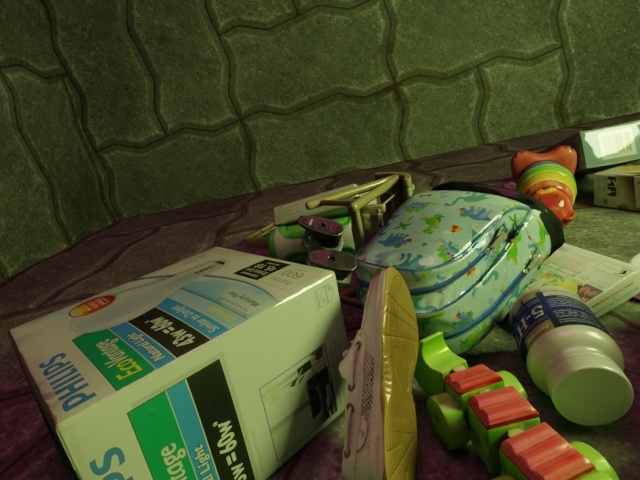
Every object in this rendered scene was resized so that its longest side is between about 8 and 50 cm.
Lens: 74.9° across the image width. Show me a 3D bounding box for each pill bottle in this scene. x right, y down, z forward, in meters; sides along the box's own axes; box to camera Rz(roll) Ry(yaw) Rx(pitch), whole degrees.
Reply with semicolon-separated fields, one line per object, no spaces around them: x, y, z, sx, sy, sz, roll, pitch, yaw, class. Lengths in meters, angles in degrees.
0.331;0.148;0.563;0.111;0.112;0.187;-8;17;15;pill bottle

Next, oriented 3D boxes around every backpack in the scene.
0.220;0.042;0.753;0.290;0.273;0.356;19;64;46;backpack

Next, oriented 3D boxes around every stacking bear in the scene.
0.628;-0.129;1.161;0.175;0.164;0.289;-3;30;26;stacking bear

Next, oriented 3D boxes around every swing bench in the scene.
0.130;-0.003;0.947;0.254;0.253;0.165;-26;22;-35;swing bench

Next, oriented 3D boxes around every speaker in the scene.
0.000;0.000;1.250;0.296;0.131;0.131;-8;18;14;speaker

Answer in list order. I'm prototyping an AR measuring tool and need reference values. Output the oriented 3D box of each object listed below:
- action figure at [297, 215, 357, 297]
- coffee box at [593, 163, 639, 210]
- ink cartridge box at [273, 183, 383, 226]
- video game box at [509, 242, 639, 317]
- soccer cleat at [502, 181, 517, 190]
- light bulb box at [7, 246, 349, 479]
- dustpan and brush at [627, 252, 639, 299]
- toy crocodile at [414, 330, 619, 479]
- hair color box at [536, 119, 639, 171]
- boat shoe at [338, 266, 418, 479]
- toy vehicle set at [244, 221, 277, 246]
0.001;0.087;0.774;0.099;0.285;0.185;4;50;-2;action figure
0.883;-0.139;1.098;0.141;0.098;0.246;-17;17;-16;coffee box
0.044;-0.084;1.324;0.296;0.066;0.261;-13;-14;31;ink cartridge box
0.426;0.080;0.763;0.187;0.048;0.205;-26;19;-6;video game box
0.613;-0.137;1.363;0.076;0.068;0.196;21;36;36;soccer cleat
-0.201;0.188;0.626;0.361;0.225;0.357;-25;21;-39;light bulb box
0.568;0.075;0.741;0.211;0.060;0.147;-5;28;4;dustpan and brush
0.206;0.213;0.457;0.115;0.105;0.340;-15;18;-8;toy crocodile
0.853;-0.274;1.354;0.185;0.114;0.374;-10;-1;7;hair color box
0.065;0.165;0.540;0.096;0.098;0.277;-17;50;36;boat shoe
-0.148;-0.040;1.633;0.165;0.035;0.267;-1;21;34;toy vehicle set
